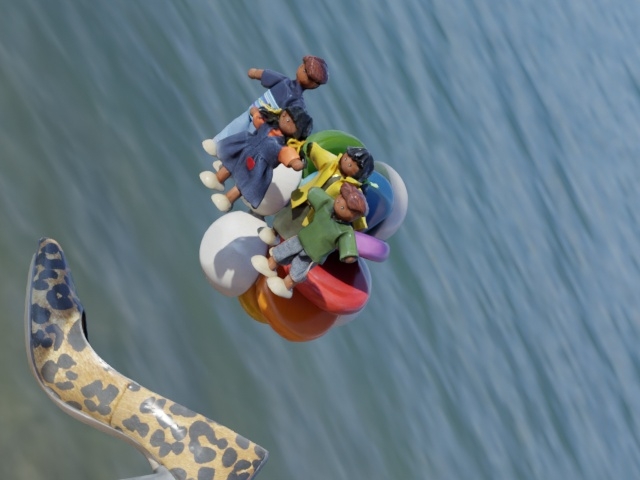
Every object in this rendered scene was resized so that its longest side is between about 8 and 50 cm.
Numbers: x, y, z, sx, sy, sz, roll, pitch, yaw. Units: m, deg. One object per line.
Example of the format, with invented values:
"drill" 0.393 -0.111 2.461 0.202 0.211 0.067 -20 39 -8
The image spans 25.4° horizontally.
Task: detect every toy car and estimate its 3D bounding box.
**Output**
"toy car" 0.000 0.000 1.195 0.159 0.182 0.136 19 10 -32

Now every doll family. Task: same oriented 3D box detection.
"doll family" -0.017 -0.055 1.011 0.193 0.111 0.076 54 23 22

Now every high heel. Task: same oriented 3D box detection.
"high heel" -0.154 0.110 1.233 0.093 0.186 0.261 86 -7 -77
